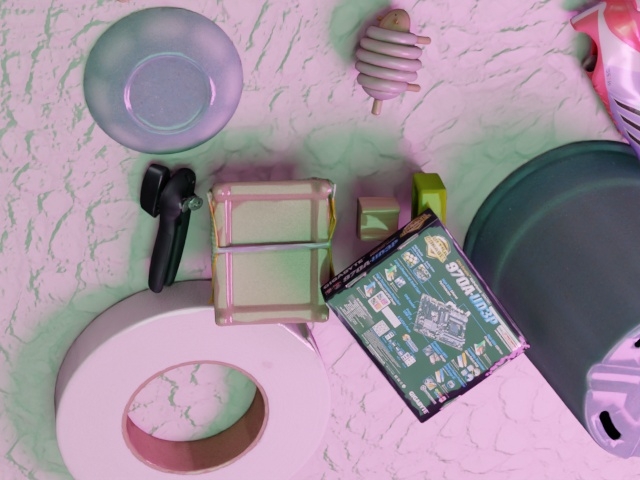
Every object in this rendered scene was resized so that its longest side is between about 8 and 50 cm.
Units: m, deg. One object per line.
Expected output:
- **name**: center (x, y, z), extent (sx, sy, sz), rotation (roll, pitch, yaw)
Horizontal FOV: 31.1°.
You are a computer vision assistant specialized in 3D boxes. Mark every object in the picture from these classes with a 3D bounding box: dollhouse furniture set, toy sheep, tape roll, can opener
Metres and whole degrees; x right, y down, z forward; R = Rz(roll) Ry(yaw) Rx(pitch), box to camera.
- **dollhouse furniture set**: center (0.000, 0.000, 1.505), extent (0.301, 0.151, 0.197), rotation (-1, 108, -7)
- **toy sheep**: center (0.084, -0.217, 1.405), extent (0.091, 0.091, 0.132), rotation (5, 101, -18)
- **tape roll**: center (-0.177, 0.232, 1.625), extent (0.392, 0.072, 0.392), rotation (-7, 122, -11)
- **can opener**: center (-0.193, -0.014, 1.484), extent (0.059, 0.073, 0.186), rotation (-30, 140, -44)

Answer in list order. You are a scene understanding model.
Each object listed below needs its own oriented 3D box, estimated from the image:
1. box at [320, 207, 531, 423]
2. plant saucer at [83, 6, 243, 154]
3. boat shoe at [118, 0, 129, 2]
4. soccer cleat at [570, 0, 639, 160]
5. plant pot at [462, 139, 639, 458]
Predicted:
- **box**: center (0.132, 0.097, 1.444), extent (0.175, 0.051, 0.220), rotation (-37, 108, 5)
- **plant saucer**: center (-0.186, -0.182, 1.384), extent (0.195, 0.037, 0.195), rotation (-7, 124, -11)
- **boat shoe**: center (-0.179, -0.329, 1.285), extent (0.153, 0.048, 0.056), rotation (-42, 122, 13)
- **soccer cleat**: center (0.394, -0.202, 1.506), extent (0.095, 0.083, 0.248), rotation (-13, 125, 12)
- **plant pot**: center (0.403, 0.090, 1.533), extent (0.341, 0.334, 0.341), rotation (-7, 122, -11)
